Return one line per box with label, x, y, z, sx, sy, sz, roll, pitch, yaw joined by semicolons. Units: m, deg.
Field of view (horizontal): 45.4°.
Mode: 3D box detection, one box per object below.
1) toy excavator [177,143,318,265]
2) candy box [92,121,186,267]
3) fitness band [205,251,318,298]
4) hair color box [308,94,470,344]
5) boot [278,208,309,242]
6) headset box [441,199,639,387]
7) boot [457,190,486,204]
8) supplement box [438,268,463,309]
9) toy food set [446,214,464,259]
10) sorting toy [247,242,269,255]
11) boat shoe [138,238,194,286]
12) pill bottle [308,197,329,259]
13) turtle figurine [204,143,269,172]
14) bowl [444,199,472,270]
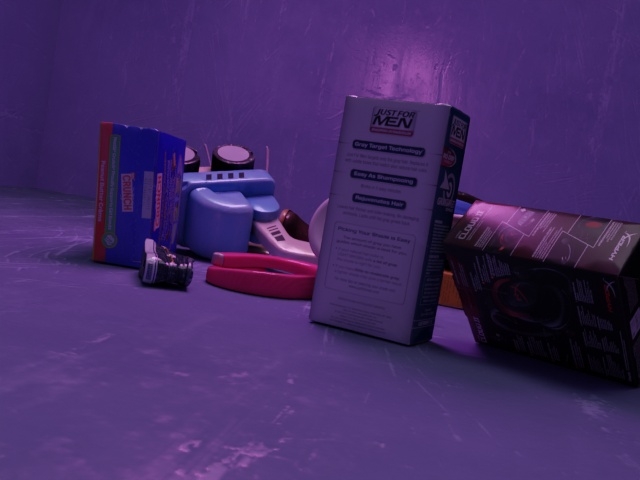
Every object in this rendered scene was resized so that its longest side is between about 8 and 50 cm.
toy excavator;-0.158;-0.032;1.824;0.433;0.222;0.445;-5;37;-27
candy box;-0.367;-0.093;1.580;0.122;0.268;0.317;6;3;-3
fitness band;-0.088;0.067;1.483;0.209;0.054;0.291;12;5;33
hair color box;0.105;-0.033;1.157;0.174;0.347;0.105;11;4;28
boot;0.000;0.000;2.103;0.207;0.090;0.248;15;-18;19
headset box;0.323;0.068;1.112;0.293;0.218;0.110;11;48;42
boot;0.260;-0.067;2.020;0.377;0.138;0.284;25;-24;-9
supplement box;0.302;0.108;1.672;0.233;0.080;0.078;12;6;17
toy food set;0.262;0.026;1.731;0.306;0.092;0.220;7;-23;20
sorting toy;-0.206;0.023;2.008;0.347;0.047;0.196;9;8;5
boat shoe;-0.269;0.044;1.336;0.083;0.065;0.183;11;8;-17
pill bottle;0.096;0.021;1.492;0.153;0.153;0.264;11;-15;30
turtle figurine;-0.220;-0.118;2.174;0.198;0.266;0.275;-9;34;4
bowl;0.289;0.015;1.912;0.391;0.077;0.391;14;-24;6
